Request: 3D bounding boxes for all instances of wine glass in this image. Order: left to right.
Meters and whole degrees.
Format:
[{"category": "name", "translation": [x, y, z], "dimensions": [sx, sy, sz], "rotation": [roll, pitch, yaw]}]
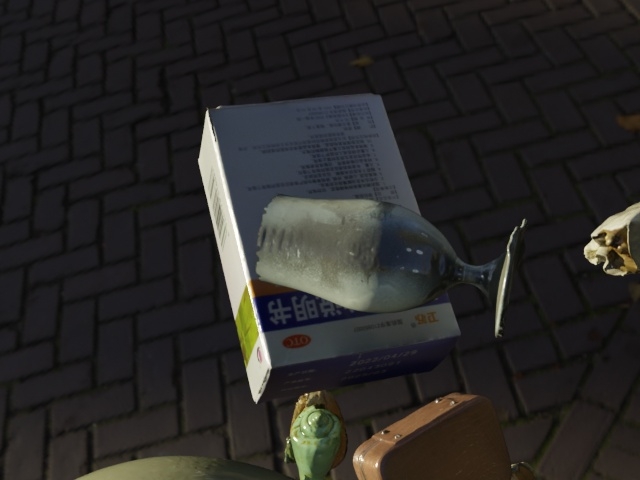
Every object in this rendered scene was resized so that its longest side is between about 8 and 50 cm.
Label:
[{"category": "wine glass", "translation": [0.060, 0.014, 0.867], "dimensions": [0.222, 0.103, 0.103], "rotation": [10, 49, 11]}]

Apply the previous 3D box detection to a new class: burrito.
[{"category": "burrito", "translation": [0.438, -0.043, 1.000], "dimensions": [0.392, 0.117, 0.076], "rotation": [-17, 74, -18]}]

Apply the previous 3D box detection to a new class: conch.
[{"category": "conch", "translation": [-0.009, 0.323, 1.590], "dimensions": [0.079, 0.170, 0.106], "rotation": [18, 39, 7]}]

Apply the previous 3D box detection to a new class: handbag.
[{"category": "handbag", "translation": [0.152, 0.293, 1.300], "dimensions": [0.193, 0.151, 0.072], "rotation": [-27, 9, -27]}]

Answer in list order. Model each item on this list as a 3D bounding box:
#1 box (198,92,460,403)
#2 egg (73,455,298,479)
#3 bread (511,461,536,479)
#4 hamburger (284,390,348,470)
[{"category": "box", "translation": [0.000, 0.000, 1.056], "dimensions": [0.200, 0.106, 0.299], "rotation": [-8, 65, -17]}, {"category": "egg", "translation": [-0.087, 0.227, 0.533], "dimensions": [0.269, 0.219, 0.219], "rotation": [-25, 43, -17]}, {"category": "bread", "translation": [0.314, 0.388, 1.582], "dimensions": [0.053, 0.106, 0.072], "rotation": [-26, 76, 20]}, {"category": "hamburger", "translation": [-0.009, 0.346, 1.724], "dimensions": [0.087, 0.176, 0.102], "rotation": [12, 32, 27]}]
